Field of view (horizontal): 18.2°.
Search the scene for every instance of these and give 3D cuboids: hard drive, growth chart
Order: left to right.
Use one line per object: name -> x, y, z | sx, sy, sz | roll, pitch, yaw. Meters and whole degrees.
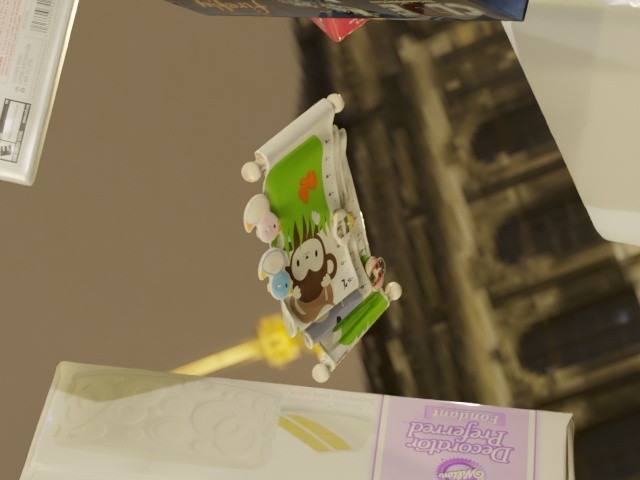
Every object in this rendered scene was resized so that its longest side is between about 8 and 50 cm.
growth chart -> 0.000, 0.000, 1.658 | 0.172, 0.021, 0.237 | -52, -44, -43
hard drive -> 0.299, -0.073, 1.394 | 0.047, 0.353, 0.233 | -44, -57, -25

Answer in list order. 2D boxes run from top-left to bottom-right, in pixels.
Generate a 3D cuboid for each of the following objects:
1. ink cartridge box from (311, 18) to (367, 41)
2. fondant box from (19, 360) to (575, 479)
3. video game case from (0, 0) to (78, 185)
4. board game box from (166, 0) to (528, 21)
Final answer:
ink cartridge box -> 0.038, -0.346, 1.749 | 0.131, 0.226, 0.306 | 52, 175, 24
fondant box -> -0.013, 0.222, 0.949 | 0.096, 0.238, 0.330 | -80, -6, -53
video game case -> -0.344, -0.182, 1.874 | 0.026, 0.206, 0.227 | 55, -132, -83
board game box -> 0.019, -0.195, 1.000 | 0.042, 0.243, 0.165 | 16, -95, -41
